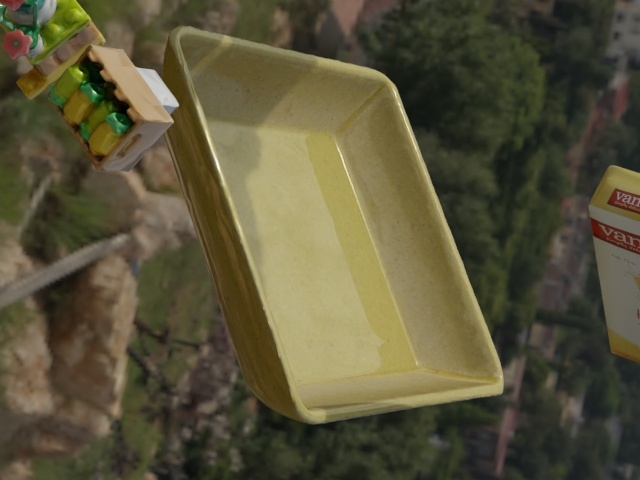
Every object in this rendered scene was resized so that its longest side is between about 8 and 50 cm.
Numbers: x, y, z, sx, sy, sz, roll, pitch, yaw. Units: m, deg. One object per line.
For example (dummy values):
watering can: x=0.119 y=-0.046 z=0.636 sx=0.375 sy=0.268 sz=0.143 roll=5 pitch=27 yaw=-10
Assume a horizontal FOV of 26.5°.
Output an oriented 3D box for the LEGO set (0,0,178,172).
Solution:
LEGO set: x=-0.142 y=-0.174 z=0.624 sx=0.107 sy=0.132 sz=0.287 roll=64 pitch=22 yaw=-72

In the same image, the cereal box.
cereal box: x=0.303 y=0.047 z=1.058 sx=0.047 sy=0.173 sz=0.240 roll=-58 pitch=150 yaw=-20

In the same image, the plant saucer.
plant saucer: x=0.000 y=0.000 z=1.168 sx=0.333 sy=0.081 sz=0.332 roll=2 pitch=64 yaw=-55
